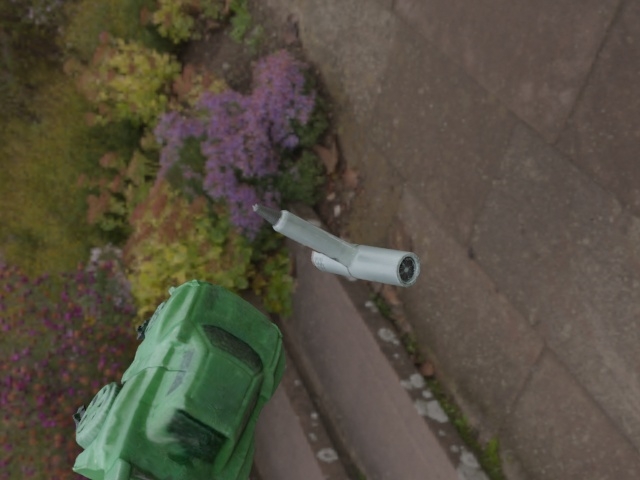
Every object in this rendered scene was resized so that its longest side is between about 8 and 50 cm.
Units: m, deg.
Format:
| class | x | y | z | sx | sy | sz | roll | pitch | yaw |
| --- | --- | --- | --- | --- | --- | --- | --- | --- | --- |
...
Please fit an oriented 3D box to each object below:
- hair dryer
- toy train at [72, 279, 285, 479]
| class | x | y | z | sx | sy | sz | roll | pitch | yaw |
| --- | --- | --- | --- | --- | --- | --- | --- | --- | --- |
| hair dryer | 0.004 | 0.000 | 0.921 | 0.154 | 0.183 | 0.044 | 6 | 73 | 48 |
| toy train | -0.068 | 0.091 | 0.434 | 0.081 | 0.099 | 0.149 | -33 | 27 | 53 |
